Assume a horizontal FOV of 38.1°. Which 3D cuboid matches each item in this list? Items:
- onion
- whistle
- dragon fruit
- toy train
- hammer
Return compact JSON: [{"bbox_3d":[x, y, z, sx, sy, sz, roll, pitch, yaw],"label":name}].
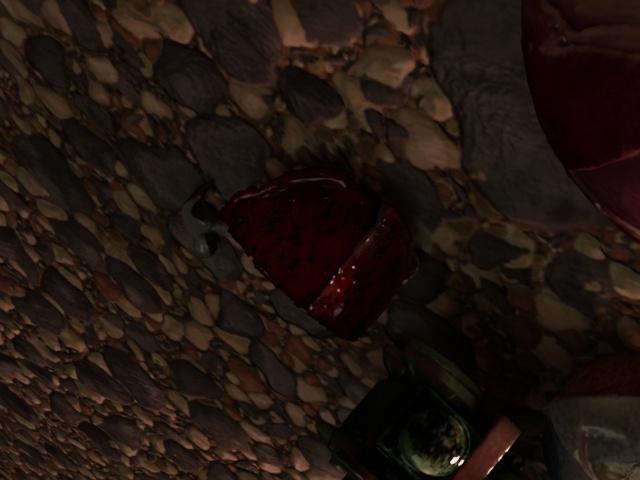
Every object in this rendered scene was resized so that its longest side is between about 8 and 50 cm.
[{"bbox_3d":[0.225,-0.055,0.522,0.250,0.111,0.248,5,126,39],"label":"onion"},{"bbox_3d":[0.312,0.148,0.719,0.346,0.134,0.142,-12,119,37],"label":"whistle"},{"bbox_3d":[0.002,-0.001,0.861,0.161,0.120,0.127,42,179,28],"label":"dragon fruit"},{"bbox_3d":[0.115,0.213,0.877,0.221,0.150,0.304,43,172,2],"label":"toy train"},{"bbox_3d":[-0.038,0.003,0.943,0.246,0.029,0.103,17,141,26],"label":"hammer"}]
